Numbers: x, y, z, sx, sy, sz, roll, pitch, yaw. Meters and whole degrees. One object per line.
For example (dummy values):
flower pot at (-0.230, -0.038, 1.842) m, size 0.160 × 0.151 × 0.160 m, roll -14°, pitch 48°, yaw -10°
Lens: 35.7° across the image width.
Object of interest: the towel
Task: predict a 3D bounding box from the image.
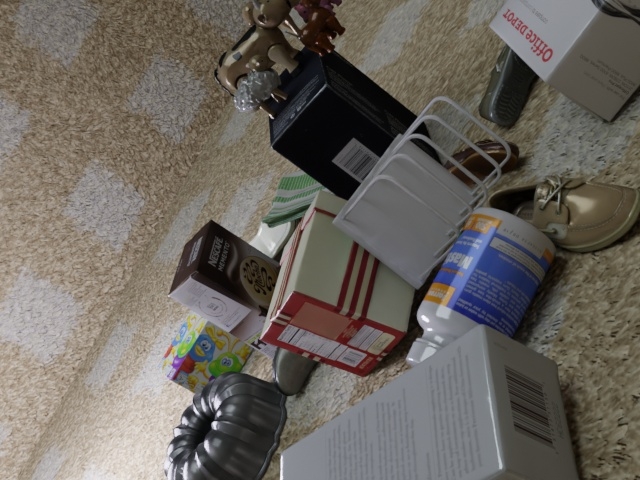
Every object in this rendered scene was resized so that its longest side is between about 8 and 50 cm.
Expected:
towel at (-0.006, -0.132, 2.372) m, size 0.248 × 0.038 × 0.325 m, roll -19°, pitch 18°, yaw 14°

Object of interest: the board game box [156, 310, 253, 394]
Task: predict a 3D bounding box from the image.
board game box at (-0.252, 0.238, 2.415) m, size 0.275 × 0.144 × 0.142 m, roll -60°, pitch 23°, yaw -7°

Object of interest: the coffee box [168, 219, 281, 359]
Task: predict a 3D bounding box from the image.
coffee box at (-0.172, 0.112, 2.221) m, size 0.119 × 0.297 × 0.168 m, roll -38°, pitch 28°, yaw 37°

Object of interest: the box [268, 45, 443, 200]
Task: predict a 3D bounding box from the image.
box at (0.071, -0.227, 2.132) m, size 0.179 × 0.343 × 0.312 m, roll -46°, pitch 23°, yaw 20°

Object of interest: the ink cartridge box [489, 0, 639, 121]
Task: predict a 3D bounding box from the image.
ink cartridge box at (0.504, -0.443, 1.695) m, size 0.395 × 0.166 × 0.285 m, roll -55°, pitch 27°, yaw 20°

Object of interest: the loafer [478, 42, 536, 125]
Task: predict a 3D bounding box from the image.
loafer at (0.379, -0.344, 1.990) m, size 0.087 × 0.094 × 0.251 m, roll 4°, pitch 62°, yaw 60°

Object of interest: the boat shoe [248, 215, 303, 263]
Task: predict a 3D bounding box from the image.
boat shoe at (-0.142, 0.033, 2.547) m, size 0.305 × 0.091 × 0.109 m, roll -48°, pitch 65°, yaw 31°

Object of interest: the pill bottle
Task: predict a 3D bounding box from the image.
pill bottle at (0.247, 0.097, 1.574) m, size 0.272 × 0.152 × 0.152 m, roll -59°, pitch 22°, yaw -11°

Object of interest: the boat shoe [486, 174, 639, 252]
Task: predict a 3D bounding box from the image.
boat shoe at (0.378, -0.051, 1.579) m, size 0.109 × 0.098 × 0.302 m, roll -61°, pitch 23°, yaw -13°

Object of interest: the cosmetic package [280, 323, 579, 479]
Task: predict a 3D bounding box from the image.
cosmetic package at (0.136, 0.338, 1.421) m, size 0.453 × 0.162 × 0.230 m, roll -39°, pitch 36°, yaw 36°

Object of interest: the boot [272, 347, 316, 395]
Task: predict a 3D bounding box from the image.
boot at (0.000, 0.204, 2.038) m, size 0.161 × 0.083 × 0.246 m, roll -5°, pitch 55°, yaw 56°

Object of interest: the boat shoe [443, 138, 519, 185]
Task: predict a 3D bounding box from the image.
boat shoe at (0.307, -0.161, 1.913) m, size 0.207 × 0.073 × 0.073 m, roll -17°, pitch 46°, yaw 57°

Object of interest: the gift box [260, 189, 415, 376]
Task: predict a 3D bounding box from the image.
gift box at (0.059, 0.083, 1.868) m, size 0.255 × 0.276 × 0.258 m, roll -48°, pitch 23°, yaw 54°

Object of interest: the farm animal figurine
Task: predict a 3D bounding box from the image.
farm animal figurine at (-0.106, -0.439, 2.107) m, size 0.326 × 0.172 × 0.330 m, roll -51°, pitch 22°, yaw 7°

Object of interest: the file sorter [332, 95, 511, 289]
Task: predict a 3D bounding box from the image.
file sorter at (0.193, -0.097, 1.767) m, size 0.277 × 0.193 × 0.173 m, roll -53°, pitch 2°, yaw -41°

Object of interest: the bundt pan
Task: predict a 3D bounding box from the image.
bundt pan at (-0.219, 0.421, 2.123) m, size 0.331 × 0.124 × 0.330 m, roll -43°, pitch 26°, yaw 27°
